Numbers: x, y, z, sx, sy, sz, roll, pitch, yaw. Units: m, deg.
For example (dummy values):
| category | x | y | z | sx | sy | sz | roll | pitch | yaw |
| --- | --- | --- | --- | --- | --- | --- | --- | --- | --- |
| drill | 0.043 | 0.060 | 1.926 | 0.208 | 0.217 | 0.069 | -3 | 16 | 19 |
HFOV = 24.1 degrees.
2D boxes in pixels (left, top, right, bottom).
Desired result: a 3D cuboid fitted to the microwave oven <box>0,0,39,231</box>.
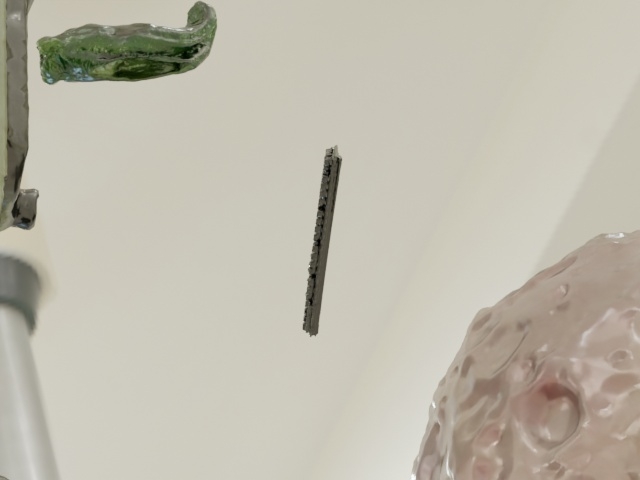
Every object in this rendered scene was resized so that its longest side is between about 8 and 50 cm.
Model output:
| category | x | y | z | sx | sy | sz | roll | pitch | yaw |
| --- | --- | --- | --- | --- | --- | --- | --- | --- | --- |
| microwave oven | -0.314 | -0.036 | 0.820 | 0.247 | 0.333 | 0.394 | 10 | -33 | -24 |

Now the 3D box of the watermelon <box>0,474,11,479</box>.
| category | x | y | z | sx | sy | sz | roll | pitch | yaw |
| --- | --- | --- | --- | --- | --- | --- | --- | --- | --- |
| watermelon | -0.258 | 0.192 | 1.037 | 0.182 | 0.075 | 0.092 | 6 | -12 | -12 |

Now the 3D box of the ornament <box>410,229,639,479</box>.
| category | x | y | z | sx | sy | sz | roll | pitch | yaw |
| --- | --- | --- | --- | --- | --- | --- | --- | --- | --- |
| ornament | 0.162 | 0.125 | 0.671 | 0.225 | 0.259 | 0.259 | -33 | -42 | 20 |

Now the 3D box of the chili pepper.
| category | x | y | z | sx | sy | sz | roll | pitch | yaw |
| --- | --- | --- | --- | --- | --- | --- | --- | --- | --- |
| chili pepper | -0.156 | -0.170 | 1.302 | 0.182 | 0.073 | 0.050 | -16 | -64 | -33 |

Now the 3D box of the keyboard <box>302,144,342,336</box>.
| category | x | y | z | sx | sy | sz | roll | pitch | yaw |
| --- | --- | --- | --- | --- | --- | --- | --- | --- | --- |
| keyboard | -0.001 | 0.000 | 1.824 | 0.023 | 0.072 | 0.231 | 6 | -73 | -4 |
